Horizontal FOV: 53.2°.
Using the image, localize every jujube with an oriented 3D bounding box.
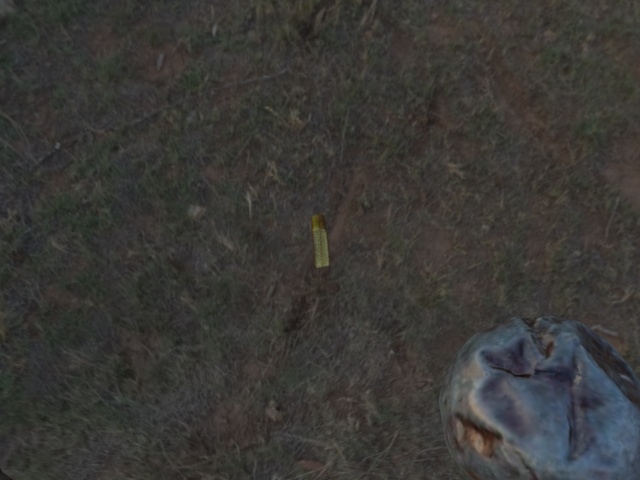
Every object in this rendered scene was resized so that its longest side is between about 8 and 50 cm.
[{"bbox_3d":[0.269,0.217,0.751,0.308,0.215,0.246,37,28,-31],"label":"jujube"}]

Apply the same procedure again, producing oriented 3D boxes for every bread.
[{"bbox_3d":[0.000,0.000,1.379,0.035,0.094,0.090,-6,113,1],"label":"bread"}]

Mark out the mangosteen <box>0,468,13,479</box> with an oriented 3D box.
[{"bbox_3d":[-0.242,0.217,0.276,0.311,0.311,0.311,2,67,-5],"label":"mangosteen"}]
